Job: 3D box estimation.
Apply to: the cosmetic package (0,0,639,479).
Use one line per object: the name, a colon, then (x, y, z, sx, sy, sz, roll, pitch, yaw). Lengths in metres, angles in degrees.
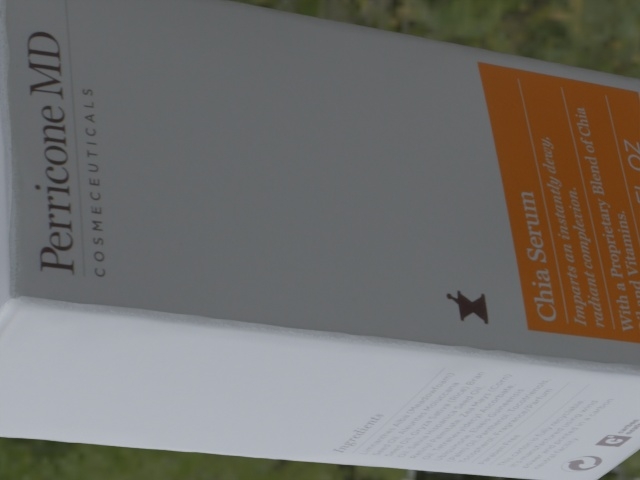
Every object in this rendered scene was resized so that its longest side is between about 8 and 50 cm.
cosmetic package: (0.000, 0.000, 1.184, 0.453, 0.230, 0.161, 7, 148, -26)
